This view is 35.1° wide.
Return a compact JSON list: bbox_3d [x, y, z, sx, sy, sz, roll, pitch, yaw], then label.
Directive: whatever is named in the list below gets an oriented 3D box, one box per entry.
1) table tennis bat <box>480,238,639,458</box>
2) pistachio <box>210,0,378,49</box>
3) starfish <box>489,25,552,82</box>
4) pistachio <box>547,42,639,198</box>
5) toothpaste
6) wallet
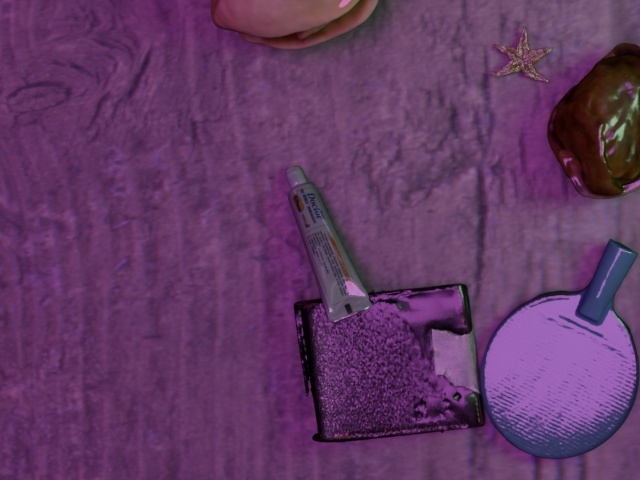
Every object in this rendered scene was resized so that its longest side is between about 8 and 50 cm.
[{"bbox_3d":[0.351,0.153,1.418,0.215,0.044,0.329,27,104,16],"label":"table tennis bat"},{"bbox_3d":[-0.022,-0.387,1.425,0.318,0.193,0.213,-24,73,27],"label":"pistachio"},{"bbox_3d":[0.283,-0.251,1.423,0.092,0.016,0.086,-28,83,13],"label":"starfish"},{"bbox_3d":[0.385,-0.158,1.338,0.165,0.130,0.210,16,90,20],"label":"pistachio"},{"bbox_3d":[0.000,0.000,1.495,0.067,0.037,0.255,-22,68,-1],"label":"toothpaste"},{"bbox_3d":[0.099,0.182,1.493,0.262,0.071,0.220,-7,91,12],"label":"wallet"}]
